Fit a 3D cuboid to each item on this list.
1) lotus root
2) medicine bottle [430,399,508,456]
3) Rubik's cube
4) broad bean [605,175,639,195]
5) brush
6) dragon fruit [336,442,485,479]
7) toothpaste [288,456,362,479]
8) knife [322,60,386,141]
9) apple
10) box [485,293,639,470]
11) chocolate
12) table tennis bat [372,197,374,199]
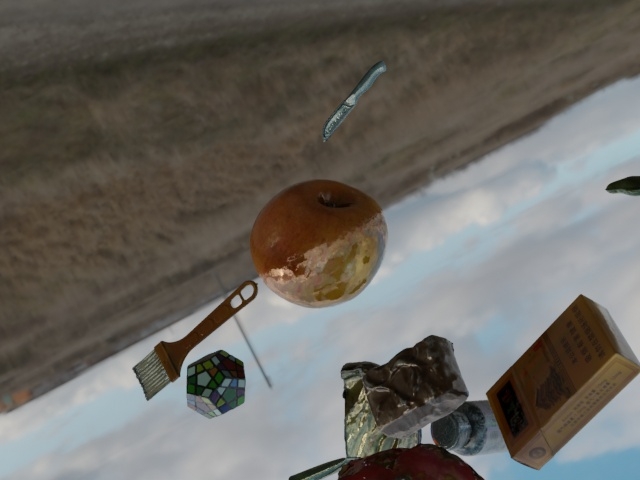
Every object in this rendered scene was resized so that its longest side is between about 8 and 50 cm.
[{"bbox_3d":[0.137,0.405,2.131,0.210,0.314,0.142,16,-153,16],"label":"lotus root"},{"bbox_3d":[0.419,0.485,2.465,0.293,0.141,0.141,4,159,-40],"label":"medicine bottle"},{"bbox_3d":[-0.201,0.275,1.819,0.133,0.112,0.133,-28,-177,2],"label":"Rubik's cube"},{"bbox_3d":[0.708,-0.111,2.013,0.061,0.195,0.046,-67,157,-15],"label":"broad bean"},{"bbox_3d":[-0.233,0.179,1.801,0.314,0.090,0.017,-41,149,13],"label":"brush"},{"bbox_3d":[0.130,0.527,1.486,0.386,0.370,0.249,-25,177,12],"label":"dragon fruit"},{"bbox_3d":[-0.002,0.483,1.976,0.204,0.031,0.049,-30,151,32],"label":"toothpaste"},{"bbox_3d":[0.062,-0.279,1.899,0.210,0.028,0.015,-48,179,30],"label":"knife"},{"bbox_3d":[0.000,0.000,2.120,0.299,0.299,0.275,-28,152,-49],"label":"apple"},{"bbox_3d":[0.426,0.253,1.691,0.274,0.076,0.174,-52,-156,23],"label":"box"},{"bbox_3d":[0.174,0.286,1.851,0.214,0.148,0.093,-37,141,29],"label":"chocolate"},{"bbox_3d":[0.018,-0.078,2.341,0.247,0.138,0.022,-9,146,-19],"label":"table tennis bat"}]
